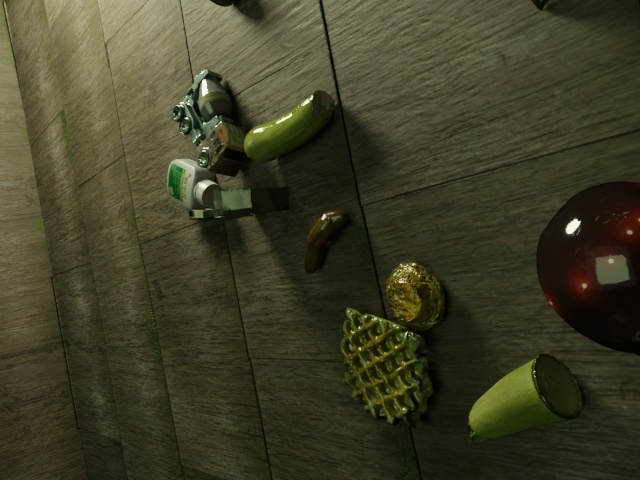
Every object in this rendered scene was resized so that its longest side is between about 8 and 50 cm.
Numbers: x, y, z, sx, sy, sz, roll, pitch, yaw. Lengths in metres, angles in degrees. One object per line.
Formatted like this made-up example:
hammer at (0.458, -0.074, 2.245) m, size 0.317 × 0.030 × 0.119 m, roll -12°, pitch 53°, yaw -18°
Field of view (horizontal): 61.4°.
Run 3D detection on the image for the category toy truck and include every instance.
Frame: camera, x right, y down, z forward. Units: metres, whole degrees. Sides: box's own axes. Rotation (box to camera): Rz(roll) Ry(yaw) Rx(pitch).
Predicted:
toy truck at (-0.254, -0.285, 1.295) m, size 0.140 × 0.108 × 0.257 m, roll -45°, pitch 61°, yaw 26°

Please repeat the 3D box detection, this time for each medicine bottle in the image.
medicine bottle at (-0.334, -0.143, 1.429) m, size 0.183 × 0.069 × 0.119 m, roll 26°, pitch 113°, yaw 40°

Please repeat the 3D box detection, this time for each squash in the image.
squash at (0.291, 0.265, 0.828) m, size 0.094 × 0.094 × 0.224 m, roll 58°, pitch 139°, yaw 23°
squash at (-0.073, -0.229, 1.127) m, size 0.250 × 0.083 × 0.083 m, roll -19°, pitch 83°, yaw 45°

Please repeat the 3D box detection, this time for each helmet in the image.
helmet at (0.363, 0.029, 0.642) m, size 0.216 × 0.193 × 0.189 m, roll -100°, pitch 31°, yaw -47°

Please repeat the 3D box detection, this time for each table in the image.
table at (-0.184, -0.084, 1.197) m, size 0.146 × 0.175 × 0.062 m, roll 3°, pitch 99°, yaw 47°

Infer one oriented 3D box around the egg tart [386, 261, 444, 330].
egg tart at (0.160, 0.100, 0.953) m, size 0.130 × 0.052 × 0.130 m, roll 12°, pitch 105°, yaw 49°

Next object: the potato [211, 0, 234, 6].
potato at (-0.266, -0.618, 1.253) m, size 0.085 × 0.105 × 0.188 m, roll -43°, pitch 78°, yaw 23°

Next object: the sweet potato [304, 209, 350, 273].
sweet potato at (-0.001, -0.001, 1.108) m, size 0.053 × 0.054 × 0.182 m, roll 60°, pitch 136°, yaw 34°

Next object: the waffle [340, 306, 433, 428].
waffle at (0.122, 0.243, 1.016) m, size 0.223 × 0.054 × 0.204 m, roll 16°, pitch 108°, yaw 47°

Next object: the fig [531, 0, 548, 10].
fig at (0.209, -0.482, 0.717) m, size 0.314 × 0.233 × 0.233 m, roll 28°, pitch 120°, yaw 10°
